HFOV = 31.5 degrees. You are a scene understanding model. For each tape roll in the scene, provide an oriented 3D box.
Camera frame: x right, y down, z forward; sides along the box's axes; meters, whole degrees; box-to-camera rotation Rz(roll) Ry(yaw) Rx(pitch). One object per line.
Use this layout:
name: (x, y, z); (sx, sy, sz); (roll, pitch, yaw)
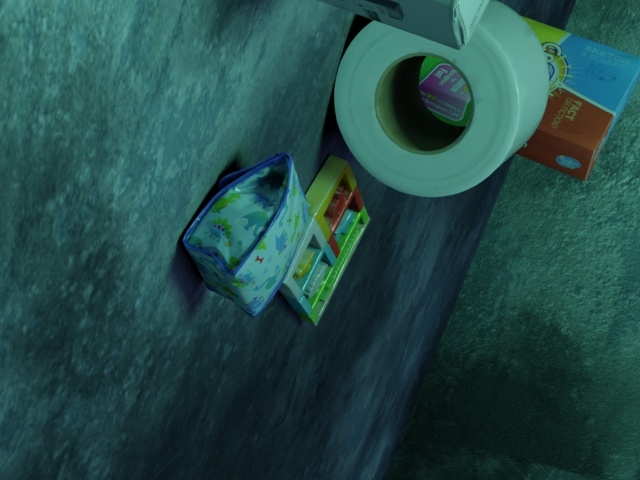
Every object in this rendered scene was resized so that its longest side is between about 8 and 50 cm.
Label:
tape roll: (0.160, -0.193, 1.482); (0.169, 0.246, 0.246); (-37, 146, -60)

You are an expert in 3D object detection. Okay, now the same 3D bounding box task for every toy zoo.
toy zoo: (0.000, 0.000, 1.617); (0.192, 0.030, 0.293); (-63, 164, -12)

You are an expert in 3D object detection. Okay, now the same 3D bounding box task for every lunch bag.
lunch bag: (-0.072, -0.013, 1.264); (0.151, 0.096, 0.129); (-51, 160, -15)

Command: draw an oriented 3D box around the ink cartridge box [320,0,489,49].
ink cartridge box: (0.069, -0.299, 1.098); (0.159, 0.217, 0.092); (-64, 163, -10)

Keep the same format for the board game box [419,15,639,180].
board game box: (0.301, -0.240, 1.728); (0.242, 0.316, 0.064); (-54, 160, -38)
